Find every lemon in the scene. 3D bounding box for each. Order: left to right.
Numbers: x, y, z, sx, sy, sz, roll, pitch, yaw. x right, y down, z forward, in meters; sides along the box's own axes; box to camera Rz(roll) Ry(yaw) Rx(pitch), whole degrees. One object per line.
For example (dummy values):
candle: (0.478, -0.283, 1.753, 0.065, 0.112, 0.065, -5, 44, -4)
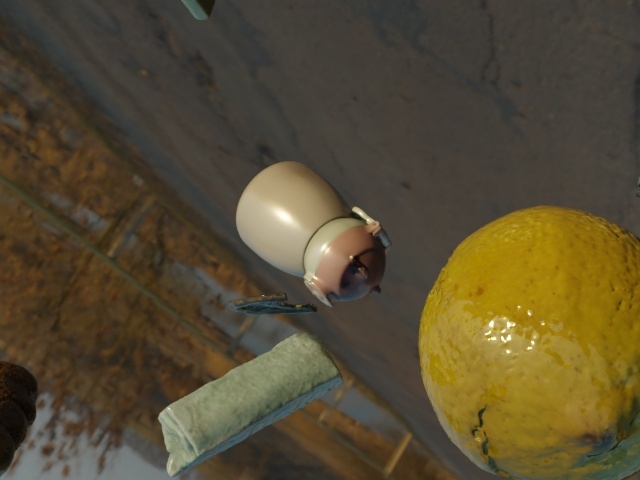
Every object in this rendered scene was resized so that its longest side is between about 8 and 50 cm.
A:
lemon: (0.229, 0.105, 1.061, 0.293, 0.293, 0.293, 31, 170, 6)

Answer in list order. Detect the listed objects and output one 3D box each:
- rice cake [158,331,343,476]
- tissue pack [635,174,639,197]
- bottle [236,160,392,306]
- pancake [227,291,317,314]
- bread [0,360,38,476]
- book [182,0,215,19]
rice cake: (-0.073, 0.161, 1.112, 0.069, 0.206, 0.063, 58, 152, 15)
tissue pack: (0.739, -0.097, 1.860, 0.343, 0.125, 0.242, 15, -164, 29)
bottle: (0.000, 0.000, 1.529, 0.236, 0.147, 0.147, 39, 177, 40)
pancake: (-0.073, 0.112, 1.899, 0.190, 0.020, 0.184, 5, 166, -36)
bread: (-0.495, 0.282, 1.590, 0.124, 0.084, 0.344, 29, -162, -12)
book: (-0.191, -0.483, 1.284, 0.032, 0.269, 0.389, 1, 153, 23)
